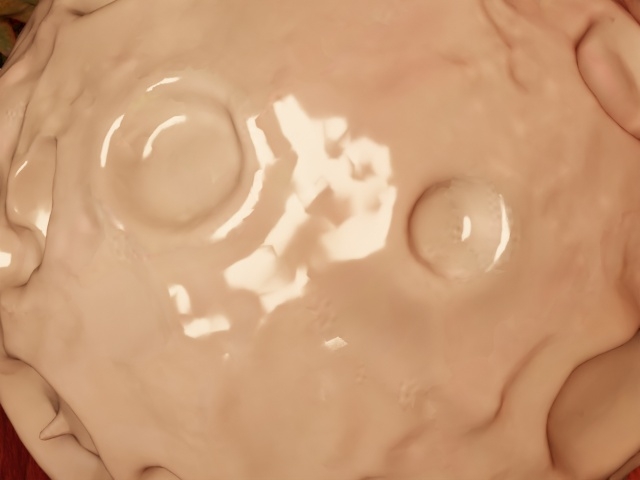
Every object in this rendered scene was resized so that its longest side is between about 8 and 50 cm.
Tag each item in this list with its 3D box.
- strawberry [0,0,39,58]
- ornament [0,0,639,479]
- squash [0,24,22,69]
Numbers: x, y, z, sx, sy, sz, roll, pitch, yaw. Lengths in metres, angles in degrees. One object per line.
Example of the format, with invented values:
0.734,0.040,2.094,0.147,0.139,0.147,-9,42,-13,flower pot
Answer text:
-0.209,-0.276,1.267,0.253,0.150,0.280,102,159,-47,strawberry
0.000,0.000,0.784,0.337,0.337,0.337,46,147,43,ornament
-0.283,-0.281,1.487,0.087,0.087,0.332,37,138,51,squash
